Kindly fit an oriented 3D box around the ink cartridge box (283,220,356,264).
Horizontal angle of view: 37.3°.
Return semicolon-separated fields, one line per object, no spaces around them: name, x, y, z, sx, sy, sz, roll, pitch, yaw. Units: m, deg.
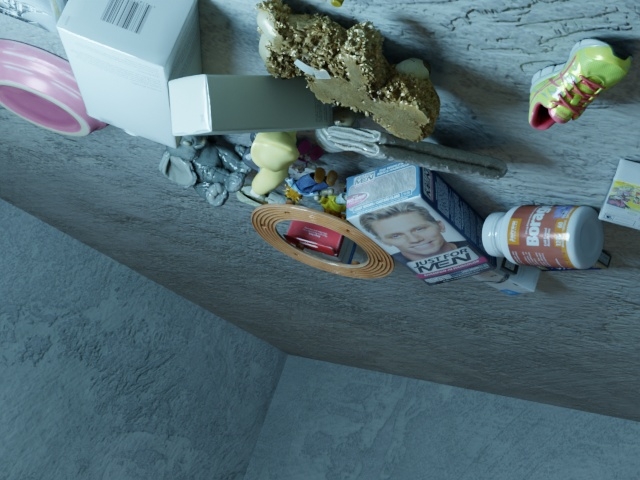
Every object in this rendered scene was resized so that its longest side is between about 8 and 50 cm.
ink cartridge box;0.000;0.000;2.313;0.134;0.078;0.231;16;168;14

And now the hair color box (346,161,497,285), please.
hair color box;0.216;-0.032;1.977;0.173;0.105;0.347;-18;145;30

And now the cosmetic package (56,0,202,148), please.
cosmetic package;-0.325;-0.319;1.683;0.197;0.155;0.365;21;165;-1

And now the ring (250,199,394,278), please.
ring;0.006;-0.003;2.099;0.336;0.032;0.336;17;160;7

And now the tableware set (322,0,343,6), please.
tableware set;0.032;-0.372;1.323;0.104;0.024;0.154;19;163;-9

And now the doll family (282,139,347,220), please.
doll family;0.001;-0.111;2.037;0.263;0.118;0.163;26;163;-19

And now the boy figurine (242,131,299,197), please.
boy figurine;-0.097;-0.165;1.828;0.092;0.177;0.285;20;-175;-8

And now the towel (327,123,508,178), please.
towel;0.165;-0.150;1.645;0.282;0.049;0.187;9;-172;-27

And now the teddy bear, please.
teddy bear;0.043;-0.282;1.494;0.338;0.113;0.245;22;159;22

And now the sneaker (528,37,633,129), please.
sneaker;0.360;-0.209;1.328;0.081;0.094;0.208;25;162;-10

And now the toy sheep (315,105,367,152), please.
toy sheep;0.033;-0.204;1.760;0.091;0.091;0.132;22;146;-8

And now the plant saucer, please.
plant saucer;-0.623;-0.329;2.139;0.332;0.084;0.332;19;164;6

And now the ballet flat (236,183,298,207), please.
ballet flat;-0.137;-0.102;2.357;0.168;0.057;0.052;15;154;15

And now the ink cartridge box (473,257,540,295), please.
ink cartridge box;0.411;0.065;2.230;0.180;0.060;0.104;25;164;-16

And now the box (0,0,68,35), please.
box;-0.543;-0.461;1.655;0.183;0.056;0.231;21;164;-3

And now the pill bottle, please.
pill bottle;0.430;-0.009;1.853;0.216;0.121;0.121;3;157;45

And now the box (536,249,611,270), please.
box;0.494;0.024;2.044;0.136;0.037;0.225;29;163;-28

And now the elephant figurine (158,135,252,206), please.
elephant figurine;-0.277;-0.198;2.090;0.239;0.186;0.169;37;-158;-20

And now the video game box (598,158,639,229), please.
video game box;0.594;-0.060;1.622;0.205;0.048;0.187;16;166;12

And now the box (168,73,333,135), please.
box;-0.113;-0.229;1.604;0.275;0.094;0.113;-8;-173;-44
